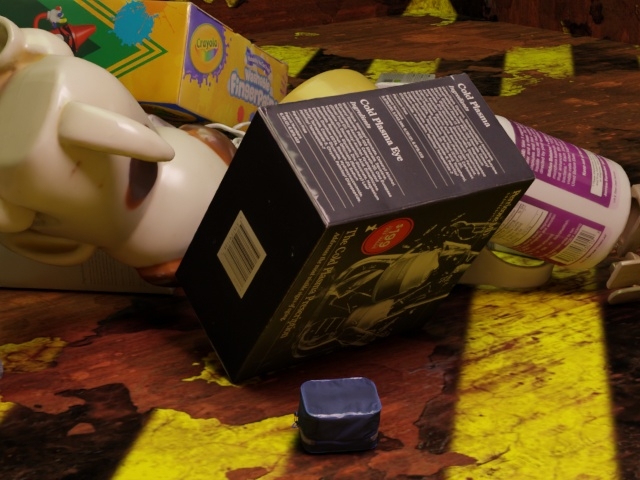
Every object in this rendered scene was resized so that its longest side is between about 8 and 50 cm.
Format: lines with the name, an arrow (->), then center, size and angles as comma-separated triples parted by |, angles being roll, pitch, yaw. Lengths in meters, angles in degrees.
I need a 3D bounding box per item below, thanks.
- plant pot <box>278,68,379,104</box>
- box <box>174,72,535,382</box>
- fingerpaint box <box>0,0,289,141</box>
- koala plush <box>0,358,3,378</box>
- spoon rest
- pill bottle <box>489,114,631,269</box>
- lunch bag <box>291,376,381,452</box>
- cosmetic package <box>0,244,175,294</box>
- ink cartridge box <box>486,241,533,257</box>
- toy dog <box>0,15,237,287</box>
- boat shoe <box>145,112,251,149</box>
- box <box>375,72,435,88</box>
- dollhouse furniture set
plant pot -> 0.056, -0.100, 2.146 | 0.254, 0.254, 0.239 | -17, 51, -40
box -> 0.035, -0.015, 1.695 | 0.313, 0.343, 0.179 | -14, 62, -33
fingerpaint box -> -0.299, -0.261, 2.204 | 0.371, 0.163, 0.445 | 6, -3, 17
koala plush -> -0.492, 0.088, 1.709 | 0.203, 0.196, 0.221 | -18, 18, 14
spoon rest -> 0.214, 0.015, 2.010 | 0.277, 0.137, 0.084 | 11, 35, -3
pill bottle -> 0.266, -0.077, 1.908 | 0.302, 0.169, 0.169 | 19, 10, -23
lunch bag -> 0.017, 0.199, 1.528 | 0.099, 0.065, 0.067 | -2, 34, -7
cosmetic package -> -0.381, -0.023, 2.086 | 0.366, 0.155, 0.197 | 3, 21, 7
ink cartridge box -> 0.280, -0.073, 2.192 | 0.219, 0.160, 0.093 | 13, 23, 33
toy dog -> -0.276, -0.103, 1.765 | 0.396, 0.284, 0.408 | -8, -23, 33
boat shoe -> -0.116, -0.100, 1.997 | 0.367, 0.156, 0.136 | 38, 22, -13
box -> 0.154, -0.196, 2.506 | 0.103, 0.203, 0.114 | 2, 17, 8
dollhouse furniture set -> 0.429, 0.010, 1.959 | 0.123, 0.144, 0.151 | -8, 56, -19
